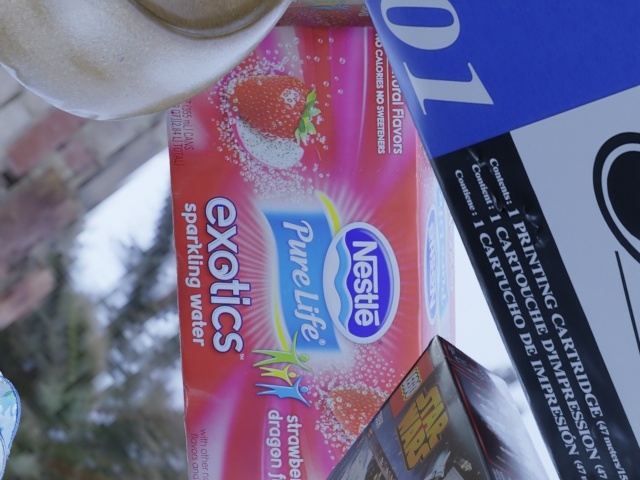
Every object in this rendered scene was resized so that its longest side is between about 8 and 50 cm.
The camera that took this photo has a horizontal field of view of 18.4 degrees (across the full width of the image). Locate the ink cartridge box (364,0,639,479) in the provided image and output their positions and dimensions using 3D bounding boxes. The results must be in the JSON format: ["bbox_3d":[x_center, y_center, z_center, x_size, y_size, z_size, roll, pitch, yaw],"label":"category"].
[{"bbox_3d":[0.064,-0.021,0.354,0.046,0.207,0.097,-24,-177,-32],"label":"ink cartridge box"}]

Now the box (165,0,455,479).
[{"bbox_3d":[0.000,0.000,1.010,0.128,0.257,0.122,2,-162,11],"label":"box"}]

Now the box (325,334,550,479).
[{"bbox_3d":[0.018,0.086,0.486,0.094,0.027,0.137,-54,-169,11],"label":"box"}]

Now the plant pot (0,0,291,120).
[{"bbox_3d":[-0.042,-0.152,0.591,0.032,0.236,0.236,8,-134,27],"label":"plant pot"}]

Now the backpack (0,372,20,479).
[{"bbox_3d":[-0.255,0.131,1.325,0.084,0.105,0.114,32,-76,61],"label":"backpack"}]
